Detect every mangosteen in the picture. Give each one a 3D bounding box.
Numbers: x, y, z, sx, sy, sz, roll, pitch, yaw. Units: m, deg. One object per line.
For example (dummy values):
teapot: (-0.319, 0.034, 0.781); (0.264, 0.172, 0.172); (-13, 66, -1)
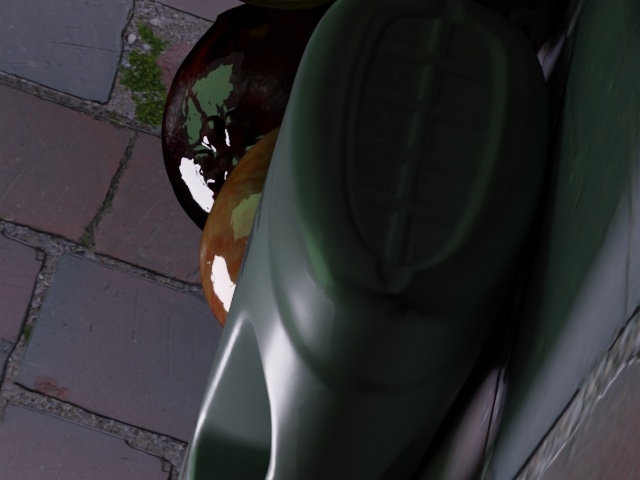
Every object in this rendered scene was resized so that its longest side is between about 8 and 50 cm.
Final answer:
mangosteen: (-0.011, -0.078, 1.400); (0.210, 0.210, 0.210); (-161, 90, -86)

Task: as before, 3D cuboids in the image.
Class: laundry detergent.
laundry detergent: (-0.005, 0.089, 1.035); (0.264, 0.125, 0.398); (-79, 8, -49)

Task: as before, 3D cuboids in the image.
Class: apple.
apple: (0.000, 0.000, 1.194); (0.131, 0.146, 0.146); (117, 170, -63)

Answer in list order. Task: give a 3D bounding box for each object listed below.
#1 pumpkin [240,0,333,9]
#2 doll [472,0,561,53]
pumpkin: (0.012, -0.241, 1.058); (0.325, 0.242, 0.232); (-58, 8, 38)
doll: (0.089, -0.134, 1.086); (0.114, 0.085, 0.152); (-48, 0, 11)
